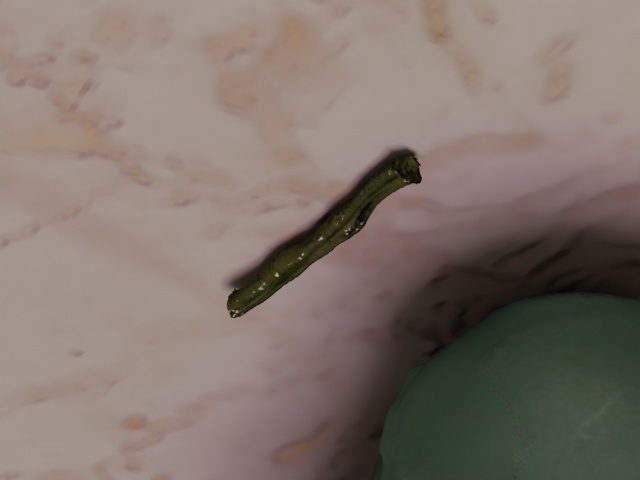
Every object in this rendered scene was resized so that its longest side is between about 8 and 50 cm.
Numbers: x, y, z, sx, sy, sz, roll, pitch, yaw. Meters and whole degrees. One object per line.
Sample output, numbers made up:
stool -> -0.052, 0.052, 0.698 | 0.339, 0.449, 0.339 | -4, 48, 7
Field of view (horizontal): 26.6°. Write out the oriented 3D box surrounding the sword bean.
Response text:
sword bean -> 0.000, 0.000, 0.410 | 0.012, 0.012, 0.083 | 26, 130, -33

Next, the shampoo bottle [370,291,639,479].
shampoo bottle -> 0.065, 0.171, 0.486 | 0.151, 0.222, 0.350 | 15, 126, 2
